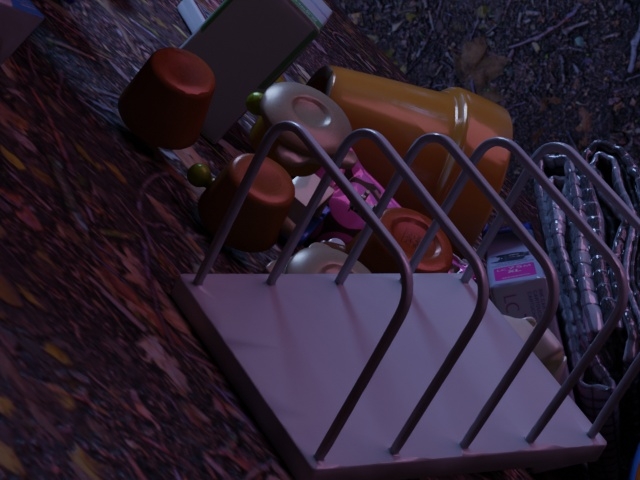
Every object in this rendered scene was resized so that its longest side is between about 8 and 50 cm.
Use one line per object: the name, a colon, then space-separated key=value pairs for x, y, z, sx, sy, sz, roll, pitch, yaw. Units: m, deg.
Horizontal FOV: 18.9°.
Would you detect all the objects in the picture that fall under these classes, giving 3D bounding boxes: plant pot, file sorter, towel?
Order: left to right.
plant pot: x=0.062 y=-0.081 z=1.945 sx=0.188 sy=0.205 sz=0.205 roll=25 pitch=16 yaw=-17
file sorter: x=0.083 y=0.035 z=1.322 sx=0.277 sy=0.173 sz=0.193 roll=1 pitch=39 yaw=-40
towel: x=0.298 y=0.076 z=1.921 sx=0.235 sy=0.121 sz=0.284 roll=71 pitch=9 yaw=-53

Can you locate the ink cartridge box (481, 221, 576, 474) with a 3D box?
ink cartridge box: x=0.207 y=0.093 z=1.904 sx=0.311 sy=0.065 sz=0.186 roll=-86 pitch=163 yaw=-79

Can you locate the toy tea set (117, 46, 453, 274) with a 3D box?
toy tea set: x=-0.038 y=-0.020 z=1.608 sx=0.200 sy=0.124 sz=0.336 roll=-15 pitch=58 yaw=-43

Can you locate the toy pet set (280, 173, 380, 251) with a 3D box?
toy pet set: x=0.000 y=0.000 z=1.728 sx=0.114 sy=0.065 sz=0.122 roll=40 pitch=48 yaw=9

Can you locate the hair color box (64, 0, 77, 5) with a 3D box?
hair color box: x=-0.333 y=-0.367 z=1.725 sx=0.339 sy=0.110 sz=0.185 roll=30 pitch=20 yaw=-46

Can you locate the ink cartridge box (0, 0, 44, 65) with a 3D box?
ink cartridge box: x=-0.295 y=-0.210 z=1.394 sx=0.180 sy=0.060 sz=0.104 roll=48 pitch=12 yaw=15

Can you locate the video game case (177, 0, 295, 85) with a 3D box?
video game case: x=-0.041 y=-0.163 z=2.274 sx=0.285 sy=0.025 sz=0.204 roll=37 pitch=12 yaw=-33

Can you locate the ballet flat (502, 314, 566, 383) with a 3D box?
ballet flat: x=0.138 y=0.115 z=1.610 sx=0.116 sy=0.124 sz=0.342 roll=49 pitch=11 yaw=20

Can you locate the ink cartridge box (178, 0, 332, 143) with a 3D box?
ink cartridge box: x=-0.074 y=-0.193 z=1.907 sx=0.093 sy=0.154 sz=0.212 roll=43 pitch=10 yaw=-7

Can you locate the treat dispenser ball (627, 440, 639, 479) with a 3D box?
treat dispenser ball: x=0.422 y=0.242 z=1.744 sx=0.288 sy=0.288 sz=0.288 roll=43 pitch=11 yaw=-10

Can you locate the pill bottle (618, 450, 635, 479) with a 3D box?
pill bottle: x=0.364 y=0.225 z=2.020 sx=0.131 sy=0.131 sz=0.229 roll=33 pitch=16 yaw=-47

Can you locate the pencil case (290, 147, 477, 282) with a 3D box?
pencil case: x=0.053 y=-0.003 z=1.812 sx=0.209 sy=0.098 sz=0.095 roll=45 pitch=3 yaw=3
